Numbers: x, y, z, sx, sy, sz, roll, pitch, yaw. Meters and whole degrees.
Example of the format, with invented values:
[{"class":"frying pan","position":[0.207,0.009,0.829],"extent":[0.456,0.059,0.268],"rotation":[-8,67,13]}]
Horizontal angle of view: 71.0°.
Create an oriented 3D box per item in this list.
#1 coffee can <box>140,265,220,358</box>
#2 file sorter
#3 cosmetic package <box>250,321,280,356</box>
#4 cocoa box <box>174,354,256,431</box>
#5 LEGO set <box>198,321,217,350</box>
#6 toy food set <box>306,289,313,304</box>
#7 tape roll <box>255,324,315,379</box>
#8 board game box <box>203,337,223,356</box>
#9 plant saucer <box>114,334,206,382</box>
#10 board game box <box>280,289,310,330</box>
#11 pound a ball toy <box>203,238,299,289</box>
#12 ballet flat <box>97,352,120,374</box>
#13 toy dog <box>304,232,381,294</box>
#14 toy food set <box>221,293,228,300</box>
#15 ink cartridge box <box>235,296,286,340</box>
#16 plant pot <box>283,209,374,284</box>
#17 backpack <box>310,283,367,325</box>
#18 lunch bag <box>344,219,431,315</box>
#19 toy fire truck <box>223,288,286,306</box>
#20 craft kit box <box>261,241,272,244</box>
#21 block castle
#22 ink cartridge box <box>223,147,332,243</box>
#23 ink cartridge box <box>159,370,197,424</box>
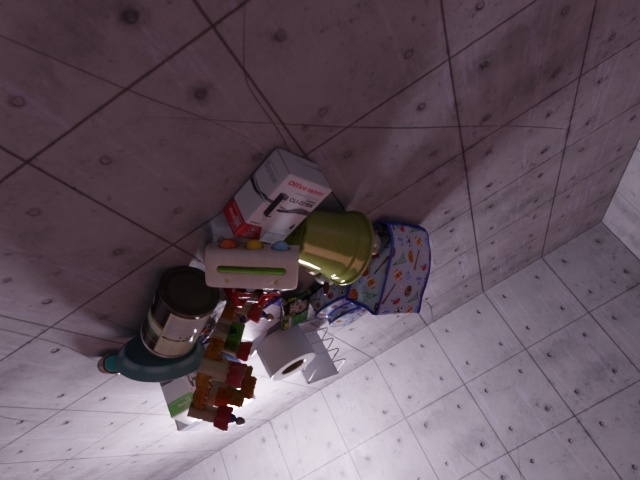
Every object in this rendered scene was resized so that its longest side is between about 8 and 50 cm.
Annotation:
[{"class":"coffee can","position":[-0.486,0.251,1.545],"extent":[0.201,0.201,0.275],"rotation":[-2,141,-38]},{"class":"file sorter","position":[-0.025,0.573,2.365],"extent":[0.193,0.278,0.173],"rotation":[-9,141,-31]},{"class":"cosmetic package","position":[-0.275,0.483,2.222],"extent":[0.099,0.060,0.239],"rotation":[-8,145,-39]},{"class":"cocoa box","position":[-0.546,0.762,2.240],"extent":[0.347,0.228,0.231],"rotation":[-28,156,0]},{"class":"LEGO set","position":[-0.515,0.440,1.891],"extent":[0.182,0.060,0.244],"rotation":[-19,136,-52]},{"class":"toy food set","position":[-0.100,0.310,2.128],"extent":[0.192,0.038,0.132],"rotation":[-35,150,10]},{"class":"tape roll","position":[-0.168,0.543,2.178],"extent":[0.246,0.169,0.246],"rotation":[-27,154,-14]},{"class":"board game box","position":[-0.508,0.506,2.094],"extent":[0.126,0.026,0.186],"rotation":[-10,145,-30]},{"class":"plant saucer","position":[-0.583,0.407,1.648],"extent":[0.317,0.317,0.044],"rotation":[-8,112,-33]},{"class":"board game box","position":[-0.116,0.319,2.026],"extent":[0.136,0.030,0.260],"rotation":[-23,150,-21]},{"class":"pound a ball toy","position":[-0.225,0.049,1.398],"extent":[0.319,0.208,0.136],"rotation":[3,107,-2]},{"class":"ballet flat","position":[-0.745,0.492,1.822],"extent":[0.106,0.108,0.316],"rotation":[-25,152,37]},{"class":"toy dog","position":[0.091,0.103,1.802],"extent":[0.220,0.161,0.334],"rotation":[16,134,-34]},{"class":"toy food set","position":[-0.338,0.206,1.791],"extent":[0.122,0.019,0.078],"rotation":[-10,146,-44]},{"class":"ink cartridge box","position":[-0.257,0.338,2.016],"extent":[0.311,0.065,0.186],"rotation":[-35,150,14]},{"class":"plant pot","position":[0.000,0.000,1.557],"extent":[0.254,0.276,0.276],"rotation":[15,130,-35]},{"class":"backpack","position":[0.085,0.283,2.086],"extent":[0.263,0.213,0.276],"rotation":[10,134,-40]},{"class":"lunch bag","position":[0.311,0.109,1.957],"extent":[0.328,0.239,0.385],"rotation":[5,103,-46]},{"class":"toy fire truck","position":[-0.265,0.185,1.615],"extent":[0.217,0.158,0.246],"rotation":[7,124,-46]},{"class":"craft kit box","position":[-0.196,0.082,1.686],"extent":[0.250,0.061,0.246],"rotation":[-38,146,16]},{"class":"block castle","position":[-0.325,0.458,1.706],"extent":[0.212,0.453,0.303],"rotation":[17,115,-5]},{"class":"ink cartridge box","position":[-0.129,-0.125,1.364],"extent":[0.273,0.114,0.197],"rotation":[-45,147,25]},{"class":"ink cartridge box","position":[-0.609,0.644,1.973],"extent":[0.114,0.273,0.198],"rotation":[-28,151,-8]}]
